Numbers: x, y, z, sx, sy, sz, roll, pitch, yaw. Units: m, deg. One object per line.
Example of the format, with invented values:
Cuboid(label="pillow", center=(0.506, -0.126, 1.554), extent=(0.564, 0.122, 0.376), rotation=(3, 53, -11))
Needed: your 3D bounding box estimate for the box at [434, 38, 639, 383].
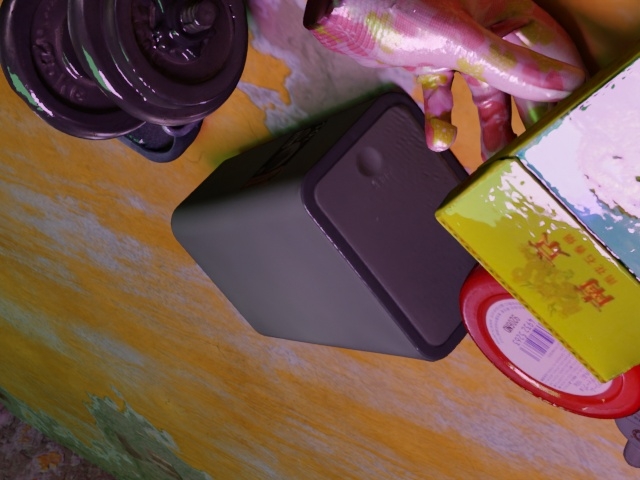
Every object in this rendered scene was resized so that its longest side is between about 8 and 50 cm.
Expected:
Cuboid(label="box", center=(0.251, -0.047, 0.718), extent=(0.187, 0.047, 0.335), rotation=(44, 131, -6))

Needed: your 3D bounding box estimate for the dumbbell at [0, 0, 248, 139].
Cuboid(label="dumbbell", center=(-0.189, -0.198, 1.040), extent=(0.290, 0.192, 0.192), rotation=(-1, 131, 51))

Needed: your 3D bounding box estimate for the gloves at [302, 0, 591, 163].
Cuboid(label="gloves", center=(0.113, -0.145, 0.821), extent=(0.241, 0.126, 0.145), rotation=(17, 152, -16))

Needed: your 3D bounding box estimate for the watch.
Cuboid(label="watch", center=(-0.220, -0.182, 1.250), extent=(0.206, 0.068, 0.193), rotation=(36, 154, 15))

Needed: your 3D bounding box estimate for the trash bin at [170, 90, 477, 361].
Cuboid(label="trash bin", center=(0.000, 0.000, 1.128), extent=(0.223, 0.158, 0.343), rotation=(51, 152, -18))

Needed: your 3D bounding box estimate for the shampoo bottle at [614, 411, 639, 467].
Cuboid(label="shampoo bottle", center=(0.334, 0.181, 1.085), extent=(0.080, 0.040, 0.165), rotation=(28, 150, 21))

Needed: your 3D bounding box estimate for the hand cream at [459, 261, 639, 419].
Cuboid(label="hand cream", center=(0.228, 0.053, 0.944), extent=(0.193, 0.125, 0.193), rotation=(29, 150, 19))
